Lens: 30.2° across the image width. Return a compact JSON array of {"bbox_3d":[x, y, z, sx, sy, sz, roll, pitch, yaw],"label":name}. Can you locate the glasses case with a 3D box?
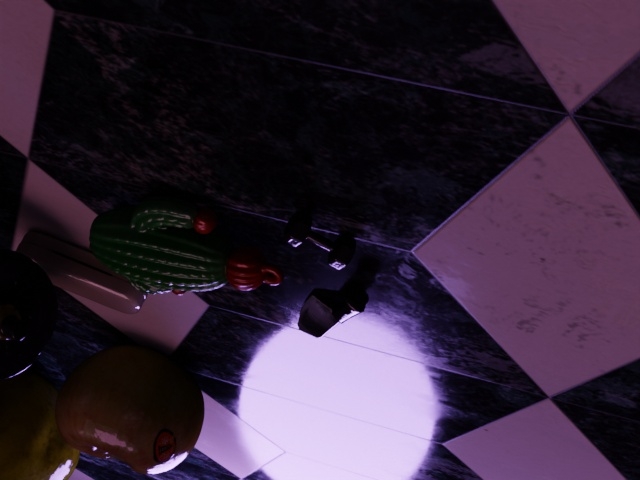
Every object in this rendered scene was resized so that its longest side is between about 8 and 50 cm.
[{"bbox_3d":[-0.343,0.047,1.711,0.196,0.050,0.083,22,154,-2],"label":"glasses case"}]

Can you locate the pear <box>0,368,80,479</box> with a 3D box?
[{"bbox_3d":[-0.666,0.403,2.396,0.352,0.352,0.413,13,164,19],"label":"pear"}]

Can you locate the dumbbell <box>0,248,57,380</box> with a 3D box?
[{"bbox_3d":[-0.517,0.073,1.668,0.388,0.185,0.185,21,162,44],"label":"dumbbell"}]

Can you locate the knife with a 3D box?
[{"bbox_3d":[0.005,0.095,1.568,0.060,0.028,0.230,36,157,-3],"label":"knife"}]

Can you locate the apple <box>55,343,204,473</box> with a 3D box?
[{"bbox_3d":[-0.321,0.285,2.014,0.261,0.194,0.261,19,158,8],"label":"apple"}]

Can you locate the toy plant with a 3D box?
[{"bbox_3d":[-0.173,0.007,1.450,0.240,0.088,0.154,-7,129,34],"label":"toy plant"}]

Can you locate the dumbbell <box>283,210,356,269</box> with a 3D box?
[{"bbox_3d":[0.000,0.000,1.352,0.083,0.040,0.036,28,125,-14],"label":"dumbbell"}]
